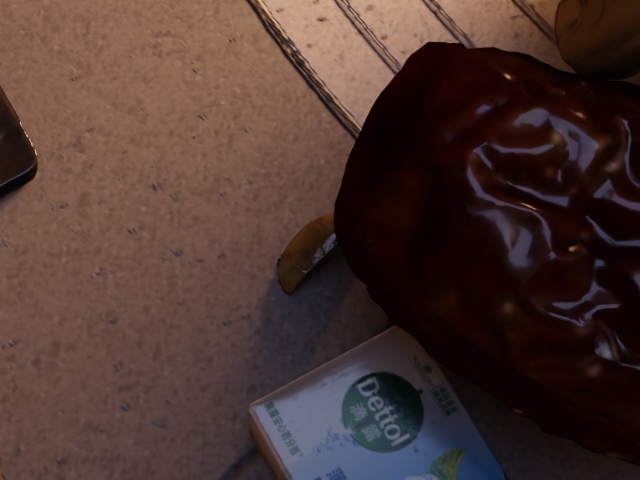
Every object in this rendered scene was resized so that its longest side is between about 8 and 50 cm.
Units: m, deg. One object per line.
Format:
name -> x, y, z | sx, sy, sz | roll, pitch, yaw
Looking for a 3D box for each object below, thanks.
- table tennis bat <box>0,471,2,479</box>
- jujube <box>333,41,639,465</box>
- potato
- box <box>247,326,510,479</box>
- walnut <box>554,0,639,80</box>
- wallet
table tennis bat -> -0.233, 0.197, 0.897 | 0.050, 0.007, 0.083 | -12, 71, -9
jujube -> 0.198, 0.010, 0.860 | 0.377, 0.276, 0.276 | 33, 69, 8
potato -> 0.000, -0.001, 0.979 | 0.093, 0.036, 0.037 | -38, 79, -16
box -> 0.052, 0.177, 0.891 | 0.139, 0.073, 0.194 | -28, 72, -14
walnut -> 0.324, -0.275, 0.943 | 0.384, 0.383, 0.383 | 1, 68, -4
wallet -> -0.294, -0.101, 1.007 | 0.082, 0.018, 0.156 | -29, 73, -14
